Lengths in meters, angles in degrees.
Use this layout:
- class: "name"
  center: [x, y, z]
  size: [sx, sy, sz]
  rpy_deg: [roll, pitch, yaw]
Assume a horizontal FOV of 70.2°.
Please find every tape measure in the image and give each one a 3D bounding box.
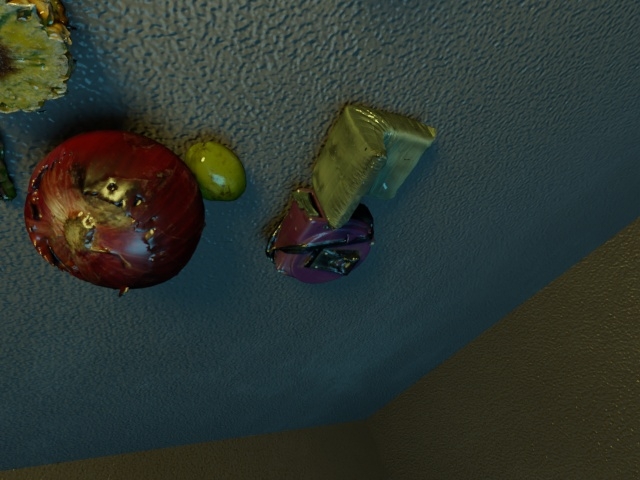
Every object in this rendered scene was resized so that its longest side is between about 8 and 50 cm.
- class: "tape measure"
  center: [0.000, 0.000, 1.084]
  size: [0.245, 0.149, 0.232]
  rpy_deg: [2, 136, -31]

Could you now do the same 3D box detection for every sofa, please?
- class: "sofa"
  center: [0.121, -0.145, 0.943]
  size: [0.225, 0.176, 0.210]
  rpy_deg: [4, 136, -33]

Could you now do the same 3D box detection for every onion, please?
- class: "onion"
  center: [-0.330, -0.052, 0.759]
  size: [0.276, 0.276, 0.276]
  rpy_deg: [-15, 144, -12]

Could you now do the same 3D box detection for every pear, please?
- class: "pear"
  center: [-0.196, -0.125, 0.852]
  size: [0.107, 0.107, 0.131]
  rpy_deg: [-25, 138, 2]

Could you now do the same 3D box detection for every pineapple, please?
- class: "pineapple"
  center: [-0.388, -0.215, 0.516]
  size: [0.221, 0.047, 0.221]
  rpy_deg: [-11, 155, -5]

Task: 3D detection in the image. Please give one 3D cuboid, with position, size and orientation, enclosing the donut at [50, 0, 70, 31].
- class: "donut"
  center: [-0.409, -0.300, 0.501]
  size: [0.216, 0.096, 0.230]
  rpy_deg: [-17, 154, 5]

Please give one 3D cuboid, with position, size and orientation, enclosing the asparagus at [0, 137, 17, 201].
- class: "asparagus"
  center: [-0.520, -0.125, 0.731]
  size: [0.036, 0.030, 0.165]
  rpy_deg: [16, 135, -11]
